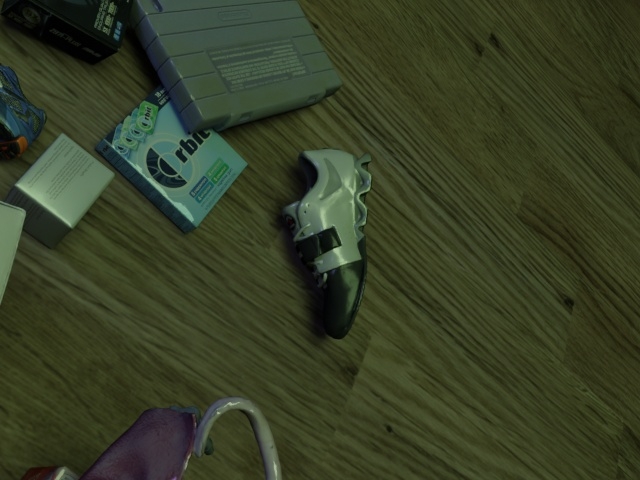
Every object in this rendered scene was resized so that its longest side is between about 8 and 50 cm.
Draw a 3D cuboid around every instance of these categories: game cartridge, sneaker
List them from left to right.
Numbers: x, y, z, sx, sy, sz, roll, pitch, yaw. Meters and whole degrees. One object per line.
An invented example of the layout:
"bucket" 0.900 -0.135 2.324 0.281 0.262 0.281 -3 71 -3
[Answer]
"sneaker" -0.449 -0.210 0.872 0.221 0.083 0.087 55 37 -16
"game cartridge" -0.130 -0.314 1.135 0.355 0.068 0.230 -27 91 -46
"sneaker" 0.000 0.000 1.128 0.146 0.122 0.331 8 70 -16

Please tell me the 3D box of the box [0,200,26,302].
"box" -0.414 0.046 0.699 0.126 0.232 0.149 21 64 -30

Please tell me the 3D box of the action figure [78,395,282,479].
"action figure" -0.219 0.315 0.564 0.370 0.275 0.248 -26 97 -53

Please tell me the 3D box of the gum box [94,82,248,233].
"gum box" -0.223 -0.129 1.032 0.184 0.041 0.157 45 52 -18

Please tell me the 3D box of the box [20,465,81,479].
"box" -0.250 0.409 0.760 0.300 0.142 0.154 46 52 -15

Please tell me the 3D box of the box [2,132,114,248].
"box" -0.344 -0.063 0.876 0.087 0.102 0.101 40 54 -18

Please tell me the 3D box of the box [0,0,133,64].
"box" -0.350 -0.373 0.963 0.147 0.077 0.180 26 66 -43
